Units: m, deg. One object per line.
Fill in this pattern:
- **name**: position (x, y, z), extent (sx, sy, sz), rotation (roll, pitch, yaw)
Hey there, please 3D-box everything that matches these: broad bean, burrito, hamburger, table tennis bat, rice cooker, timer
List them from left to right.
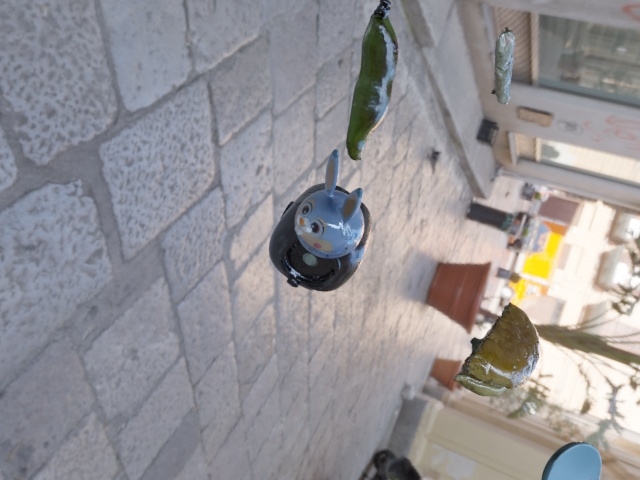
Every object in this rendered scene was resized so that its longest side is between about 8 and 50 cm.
- **rice cooker**: position (0.000, 0.000, 1.561), extent (0.224, 0.268, 0.267), rotation (-66, 162, -48)
- **timer**: position (0.013, -0.057, 1.301), extent (0.175, 0.176, 0.255), rotation (-64, 162, -18)
- **broad bean**: position (0.107, -0.316, 1.183), extent (0.061, 0.077, 0.338), rotation (-119, -146, -62)
- **burrito**: position (0.390, -0.366, 1.260), extent (0.045, 0.041, 0.185), rotation (-38, 148, -9)
- **hamburger**: position (0.372, 0.227, 1.201), extent (0.262, 0.131, 0.124), rotation (-29, 144, -48)
- **table tennis bat**: position (0.547, 0.533, 1.275), extent (0.149, 0.038, 0.237), rotation (-26, 110, -14)
